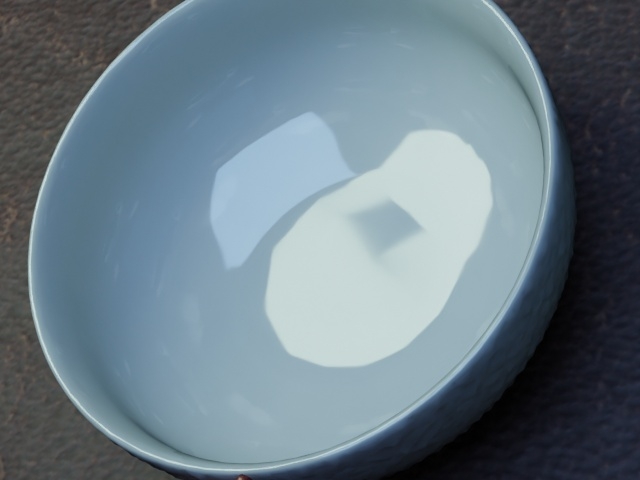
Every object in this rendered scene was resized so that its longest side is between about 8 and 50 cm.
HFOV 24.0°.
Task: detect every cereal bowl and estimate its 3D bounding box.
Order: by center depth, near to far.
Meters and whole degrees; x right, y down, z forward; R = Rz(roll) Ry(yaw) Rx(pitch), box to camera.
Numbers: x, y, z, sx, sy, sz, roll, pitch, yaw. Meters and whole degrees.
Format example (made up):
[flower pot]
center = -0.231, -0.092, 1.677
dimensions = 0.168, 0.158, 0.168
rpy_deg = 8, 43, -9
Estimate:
[cereal bowl]
center = 0.000, 0.000, 0.918
dimensions = 0.339, 0.141, 0.339
rpy_deg = -11, 61, 20

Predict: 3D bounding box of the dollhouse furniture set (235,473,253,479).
[dollhouse furniture set]
center = -0.054, 0.341, 0.760
dimensions = 0.201, 0.152, 0.374
rpy_deg = 31, 80, 34
